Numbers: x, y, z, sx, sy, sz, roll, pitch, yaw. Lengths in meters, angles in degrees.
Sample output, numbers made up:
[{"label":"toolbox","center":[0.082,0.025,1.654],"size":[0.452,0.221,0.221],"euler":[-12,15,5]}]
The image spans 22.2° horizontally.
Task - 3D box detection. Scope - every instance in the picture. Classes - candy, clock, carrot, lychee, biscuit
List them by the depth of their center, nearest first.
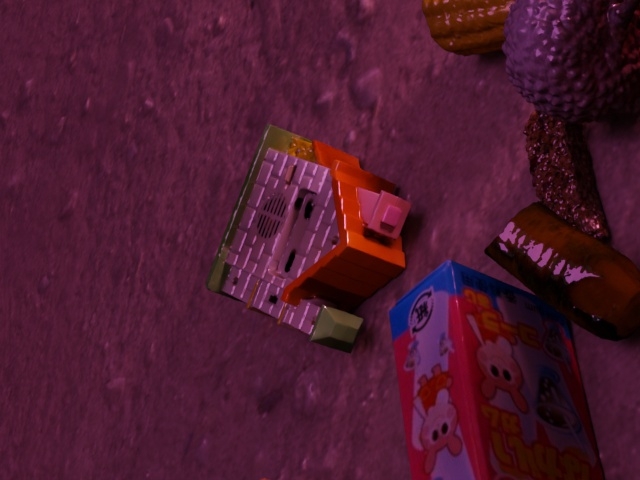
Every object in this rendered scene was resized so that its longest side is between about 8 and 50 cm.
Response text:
[{"label":"candy","center":[0.165,0.180,1.485],"size":[0.100,0.157,0.306],"euler":[-42,38,37]},{"label":"carrot","center":[0.232,0.026,1.523],"size":[0.173,0.082,0.082],"euler":[38,105,34]},{"label":"lychee","center":[0.258,-0.196,1.574],"size":[0.197,0.165,0.165],"euler":[-9,63,69]},{"label":"biscuit","center":[0.244,-0.061,1.635],"size":[0.064,0.034,0.199],"euler":[-42,38,38]},{"label":"candy","center":[0.204,-0.260,1.777],"size":[0.199,0.094,0.106],"euler":[-2,64,52]},{"label":"clock","center":[0.000,0.000,1.929],"size":[0.255,0.106,0.220],"euler":[23,92,55]}]

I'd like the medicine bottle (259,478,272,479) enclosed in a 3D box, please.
[{"label":"medicine bottle","center":[-0.043,0.383,1.730],"size":[0.149,0.112,0.222],"euler":[28,95,60]}]
